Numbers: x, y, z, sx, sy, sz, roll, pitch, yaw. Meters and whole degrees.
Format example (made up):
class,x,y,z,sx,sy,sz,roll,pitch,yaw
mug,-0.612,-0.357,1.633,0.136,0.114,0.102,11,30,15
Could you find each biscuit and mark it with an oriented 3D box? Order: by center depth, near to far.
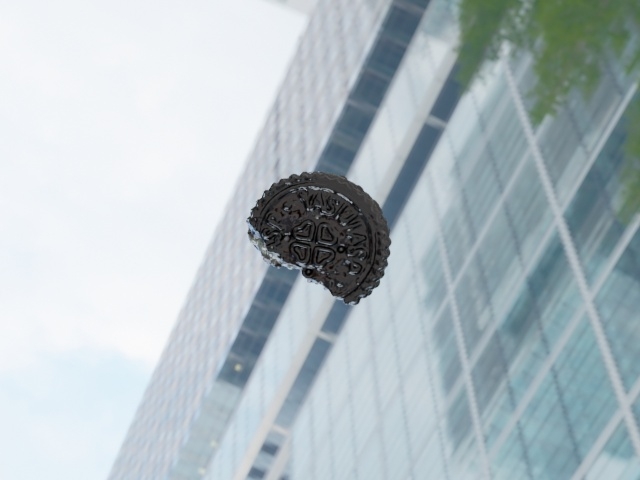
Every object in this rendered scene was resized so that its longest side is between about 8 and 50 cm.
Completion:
class,x,y,z,sx,sy,sz,roll,pitch,yaw
biscuit,0.000,0.000,0.831,0.087,0.089,0.027,-15,180,3
